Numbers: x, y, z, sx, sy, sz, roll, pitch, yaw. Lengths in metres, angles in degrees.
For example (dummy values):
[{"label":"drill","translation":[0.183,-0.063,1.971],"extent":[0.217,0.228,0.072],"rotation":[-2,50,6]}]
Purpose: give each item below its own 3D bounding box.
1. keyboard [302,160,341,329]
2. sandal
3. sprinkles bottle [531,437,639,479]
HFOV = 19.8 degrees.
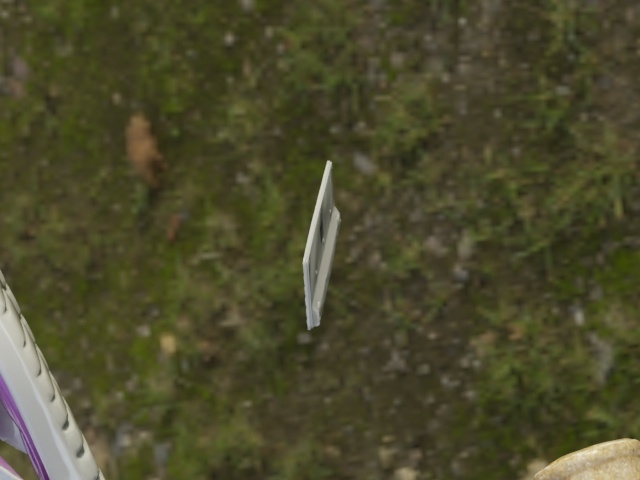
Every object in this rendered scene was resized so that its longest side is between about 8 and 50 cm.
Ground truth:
[{"label":"keyboard","translation":[0.000,0.000,1.776],"extent":[0.256,0.014,0.072],"rotation":[-78,-21,-66]},{"label":"sandal","translation":[-0.228,0.143,1.331],"extent":[0.416,0.102,0.169],"rotation":[66,170,-11]},{"label":"sprinkles bottle","translation":[0.319,0.375,1.781],"extent":[0.121,0.121,0.355],"rotation":[-40,62,46]}]
